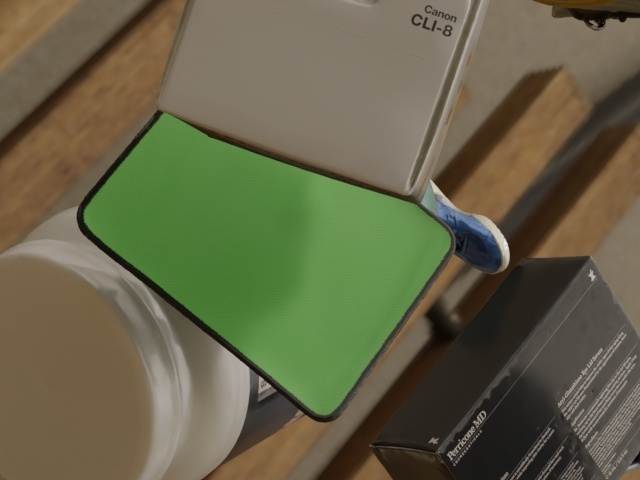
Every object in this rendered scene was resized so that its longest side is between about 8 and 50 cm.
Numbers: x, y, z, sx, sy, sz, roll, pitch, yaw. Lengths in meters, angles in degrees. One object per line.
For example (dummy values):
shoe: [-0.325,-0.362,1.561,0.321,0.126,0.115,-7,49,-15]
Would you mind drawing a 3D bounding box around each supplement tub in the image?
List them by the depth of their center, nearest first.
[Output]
supplement tub: [-0.090,0.053,1.177,0.191,0.272,0.191,12,-68,32]

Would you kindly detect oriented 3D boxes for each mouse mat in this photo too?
mouse mat: [-0.027,-0.006,1.023,0.189,0.153,0.007,39,-26,-4]

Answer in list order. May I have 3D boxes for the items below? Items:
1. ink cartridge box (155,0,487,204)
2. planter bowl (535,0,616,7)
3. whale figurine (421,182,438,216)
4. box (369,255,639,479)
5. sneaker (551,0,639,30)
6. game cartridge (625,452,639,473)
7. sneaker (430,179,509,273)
ink cartridge box: [0.008,-0.096,0.869,0.128,0.127,0.176,19,1,5]
planter bowl: [0.158,-0.269,1.217,0.217,0.090,0.217,4,-83,35]
whale figurine: [0.000,0.000,1.468,0.141,0.216,0.272,24,-17,-18]
box: [0.194,0.166,1.657,0.103,0.261,0.184,0,-50,51]
sneaker: [0.265,-0.220,1.516,0.271,0.100,0.108,25,-74,9]
game cartridge: [0.262,0.236,2.187,0.198,0.297,0.062,40,-48,41]
sneaker: [0.109,-0.008,1.756,0.152,0.084,0.058,43,-45,29]
